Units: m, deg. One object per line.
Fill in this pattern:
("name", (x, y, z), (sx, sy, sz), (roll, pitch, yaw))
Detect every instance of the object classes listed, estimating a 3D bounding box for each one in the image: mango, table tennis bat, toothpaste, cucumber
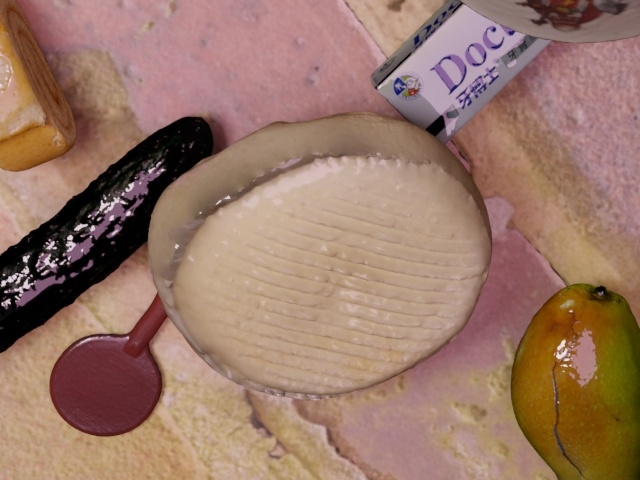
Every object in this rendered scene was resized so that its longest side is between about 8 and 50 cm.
("mango", (0.233, 0.147, 1.677), (0.125, 0.111, 0.233), (0, 121, 8))
("table tennis bat", (-0.176, 0.108, 1.666), (0.098, 0.019, 0.155), (33, 105, -14))
("toothpaste", (0.190, -0.221, 1.572), (0.336, 0.067, 0.081), (-44, 104, 8))
("cucumber", (-0.208, 0.003, 1.597), (0.303, 0.072, 0.081), (-35, 80, 6))

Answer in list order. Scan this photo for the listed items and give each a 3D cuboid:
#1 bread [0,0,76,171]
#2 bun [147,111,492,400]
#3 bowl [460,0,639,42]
("bread", (-0.260, -0.125, 1.526), (0.073, 0.122, 0.149), (-22, 108, 5))
("bun", (0.000, 0.000, 1.583), (0.287, 0.146, 0.287), (-4, 127, -6))
("bowl", (0.204, -0.320, 1.442), (0.337, 0.157, 0.337), (1, 95, 9))
